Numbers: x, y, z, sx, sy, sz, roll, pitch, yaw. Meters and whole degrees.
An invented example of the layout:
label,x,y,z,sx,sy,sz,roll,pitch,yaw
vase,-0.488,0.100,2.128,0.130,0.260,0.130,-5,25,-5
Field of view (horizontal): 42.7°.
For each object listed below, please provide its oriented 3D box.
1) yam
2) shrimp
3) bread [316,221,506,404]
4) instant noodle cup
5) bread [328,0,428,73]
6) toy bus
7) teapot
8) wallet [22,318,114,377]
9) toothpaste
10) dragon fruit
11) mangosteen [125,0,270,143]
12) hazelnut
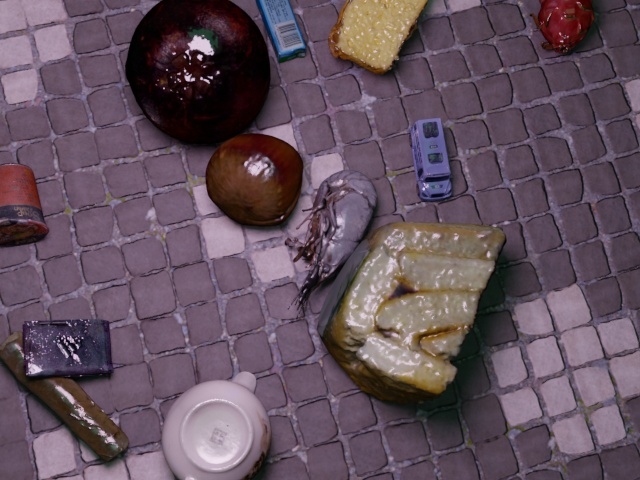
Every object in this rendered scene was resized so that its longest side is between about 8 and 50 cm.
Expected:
label,x,y,z,sx,sy,sz,roll,pitch,yaw
yam,-0.492,0.297,1.561,0.317,0.067,0.071,44,63,4
shrimp,0.005,0.000,1.654,0.145,0.116,0.343,25,69,1
bread,0.163,0.097,1.584,0.263,0.239,0.395,25,74,0
instant noodle cup,-0.606,-0.073,1.615,0.127,0.127,0.136,-10,71,-8
bread,0.121,-0.478,1.766,0.160,0.147,0.261,26,80,-8
toy bus,0.235,-0.171,1.736,0.073,0.076,0.168,-7,77,-7
teapot,-0.201,0.377,1.538,0.204,0.139,0.298,32,74,0
wallet,-0.483,0.207,1.567,0.165,0.030,0.111,2,64,-28
toothpaste,-0.104,-0.522,1.796,0.065,0.050,0.267,-19,80,-9
dragon fruit,0.544,-0.491,1.820,0.136,0.133,0.166,-4,71,37
mangosteen,-0.243,-0.346,1.640,0.297,0.293,0.297,-8,118,-15
hazelnut,-0.122,-0.136,1.648,0.208,0.208,0.208,1,77,-5
